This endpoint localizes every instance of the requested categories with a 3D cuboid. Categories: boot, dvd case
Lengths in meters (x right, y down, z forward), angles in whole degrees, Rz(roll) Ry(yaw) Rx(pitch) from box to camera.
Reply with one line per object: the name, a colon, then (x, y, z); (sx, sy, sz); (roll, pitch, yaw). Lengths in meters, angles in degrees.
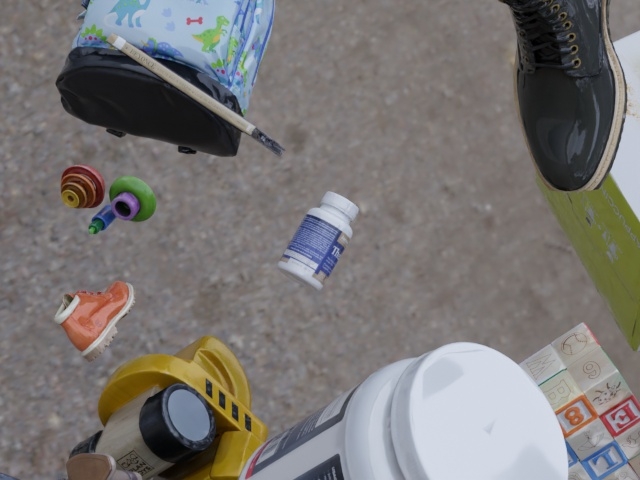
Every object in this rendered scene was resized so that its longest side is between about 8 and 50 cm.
boot: (0.137, -0.126, 0.819); (0.137, 0.076, 0.198); (-12, 99, -63)
dvd case: (-0.152, -0.181, 1.655); (0.221, 0.018, 0.164); (33, 2, 13)
boot: (-0.307, 0.088, 1.794); (0.084, 0.059, 0.158); (44, 29, -13)
boot: (-0.205, 0.229, 1.252); (0.087, 0.118, 0.042); (11, 61, -47)

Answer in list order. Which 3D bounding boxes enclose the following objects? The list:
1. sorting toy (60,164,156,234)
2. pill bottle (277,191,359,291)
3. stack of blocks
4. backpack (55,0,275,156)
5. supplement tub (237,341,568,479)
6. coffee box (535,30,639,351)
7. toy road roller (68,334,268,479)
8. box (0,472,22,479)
sorting toy: (-0.217, -0.036, 1.306); (0.042, 0.102, 0.061); (-56, 159, -52)
pill bottle: (0.000, 0.000, 1.702); (0.067, 0.067, 0.120); (37, 78, -36)
stack of blocks: (0.209, 0.243, 1.415); (0.171, 0.297, 0.087); (53, 7, -36)
backpack: (-0.194, -0.339, 1.900); (0.273, 0.290, 0.355); (88, 24, -54)
supplement tub: (0.063, 0.217, 1.150); (0.191, 0.272, 0.191); (19, 54, -28)
coffee box: (0.539, -0.096, 1.920); (0.338, 0.334, 0.338); (79, -14, -65)
toy road roller: (-0.152, 0.281, 1.773); (0.329, 0.202, 0.241); (45, 33, -18)
box: (-0.265, 0.460, 1.495); (0.395, 0.293, 0.212); (24, 52, -20)
